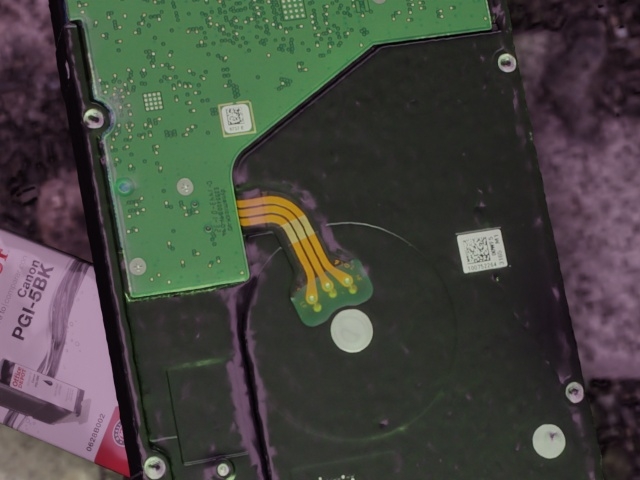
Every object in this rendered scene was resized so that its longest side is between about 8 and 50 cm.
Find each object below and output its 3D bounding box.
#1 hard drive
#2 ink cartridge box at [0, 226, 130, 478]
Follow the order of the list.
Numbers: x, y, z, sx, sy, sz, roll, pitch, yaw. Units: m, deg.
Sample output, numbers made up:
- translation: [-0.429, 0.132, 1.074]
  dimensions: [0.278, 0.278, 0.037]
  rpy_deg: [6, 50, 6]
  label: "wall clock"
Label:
- translation: [0.000, 0.000, 1.015]
  dimensions: [0.237, 0.064, 0.339]
  rpy_deg: [-9, 83, -14]
  label: "hard drive"
- translation: [-0.131, 0.062, 1.063]
  dimensions: [0.135, 0.056, 0.099]
  rpy_deg: [21, 87, 9]
  label: "ink cartridge box"
